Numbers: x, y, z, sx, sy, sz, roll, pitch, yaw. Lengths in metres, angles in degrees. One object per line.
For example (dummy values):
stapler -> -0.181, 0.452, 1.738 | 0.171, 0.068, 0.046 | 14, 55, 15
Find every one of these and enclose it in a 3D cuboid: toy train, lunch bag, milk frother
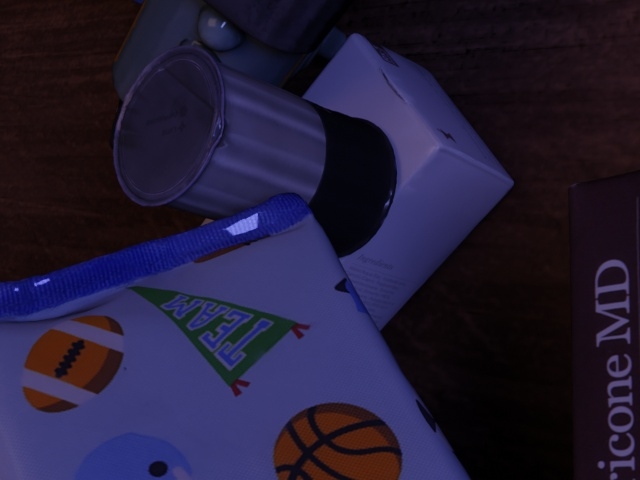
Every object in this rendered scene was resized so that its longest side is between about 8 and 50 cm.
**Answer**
toy train -> -0.031, -0.164, 0.692 | 0.190, 0.142, 0.334 | -57, 9, -33
lunch bag -> -0.054, 0.236, 0.573 | 0.385, 0.238, 0.328 | 97, 153, -48
milk frother -> -0.049, -0.011, 0.630 | 0.129, 0.134, 0.143 | -12, 70, 42

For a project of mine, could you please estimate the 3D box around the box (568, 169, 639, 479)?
box -> 0.222, 0.057, 0.430 | 0.203, 0.167, 0.169 | -13, 69, 43

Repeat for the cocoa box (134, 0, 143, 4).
cocoa box -> -0.148, -0.396, 0.897 | 0.347, 0.231, 0.228 | -55, 47, 18

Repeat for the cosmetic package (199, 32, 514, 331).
cosmetic package -> 0.000, 0.000, 0.735 | 0.231, 0.085, 0.117 | -48, 49, 22
